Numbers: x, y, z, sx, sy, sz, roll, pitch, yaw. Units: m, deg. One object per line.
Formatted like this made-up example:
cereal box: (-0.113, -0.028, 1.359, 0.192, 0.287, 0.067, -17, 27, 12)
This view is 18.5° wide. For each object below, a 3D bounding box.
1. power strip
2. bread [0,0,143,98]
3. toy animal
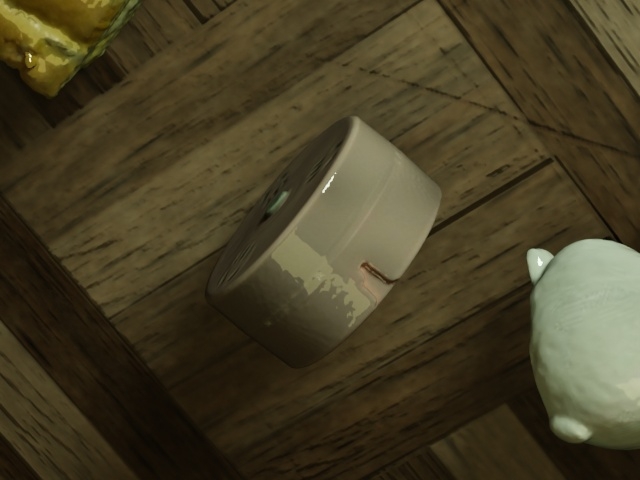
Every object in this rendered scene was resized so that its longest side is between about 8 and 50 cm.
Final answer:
power strip: (0.000, 0.000, 1.233, 0.078, 0.154, 0.154, 38, 118, -12)
bread: (-0.185, -0.242, 1.164, 0.246, 0.111, 0.239, 36, 118, -7)
toy animal: (0.266, 0.035, 1.204, 0.282, 0.138, 0.140, -24, 114, 18)
